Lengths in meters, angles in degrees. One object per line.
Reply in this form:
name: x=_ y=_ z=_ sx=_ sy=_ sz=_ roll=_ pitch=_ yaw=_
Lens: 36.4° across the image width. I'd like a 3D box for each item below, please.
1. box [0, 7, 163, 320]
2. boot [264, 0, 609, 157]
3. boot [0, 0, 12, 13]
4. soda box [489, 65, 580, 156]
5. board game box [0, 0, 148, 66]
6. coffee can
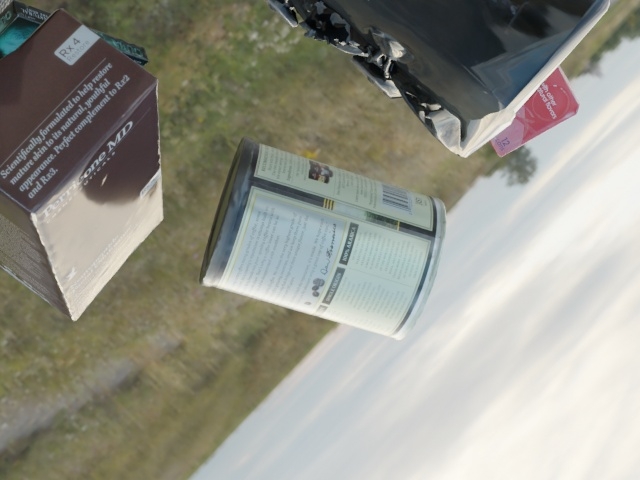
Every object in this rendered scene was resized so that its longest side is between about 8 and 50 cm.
box: x=-0.286 y=-0.065 z=1.100 sx=0.191 sy=0.143 sz=0.381 roll=-52 pitch=172 yaw=-20
boot: x=-0.029 y=-0.238 z=0.696 sx=0.146 sy=0.445 sz=0.367 roll=-56 pitch=178 yaw=11
boot: x=-0.630 y=-0.379 z=1.541 sx=0.118 sy=0.223 sz=0.338 roll=120 pitch=-8 yaw=-46
soda box: x=0.138 y=-0.215 z=0.905 sx=0.092 sy=0.263 sz=0.083 roll=-30 pitch=-165 yaw=14
board game box: x=-0.311 y=-0.206 z=1.137 sx=0.126 sy=0.026 sz=0.186 roll=-35 pitch=153 yaw=30
coffee can: x=0.000 y=0.000 z=1.284 sx=0.201 sy=0.276 sz=0.201 roll=-163 pitch=-90 yaw=-81
